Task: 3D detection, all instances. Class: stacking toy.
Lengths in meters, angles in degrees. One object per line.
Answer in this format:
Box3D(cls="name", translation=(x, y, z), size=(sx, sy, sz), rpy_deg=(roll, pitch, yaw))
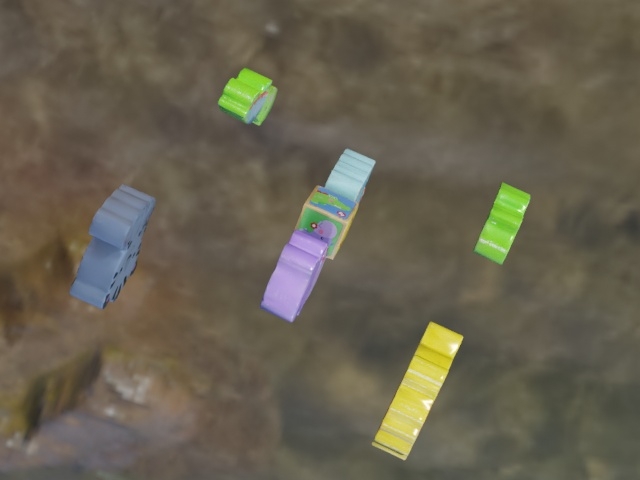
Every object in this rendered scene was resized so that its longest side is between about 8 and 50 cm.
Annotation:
Box3D(cls="stacking toy", translation=(0.000, 0.000, 0.781), size=(0.167, 0.221, 0.052), rpy_deg=(25, 121, 6))
